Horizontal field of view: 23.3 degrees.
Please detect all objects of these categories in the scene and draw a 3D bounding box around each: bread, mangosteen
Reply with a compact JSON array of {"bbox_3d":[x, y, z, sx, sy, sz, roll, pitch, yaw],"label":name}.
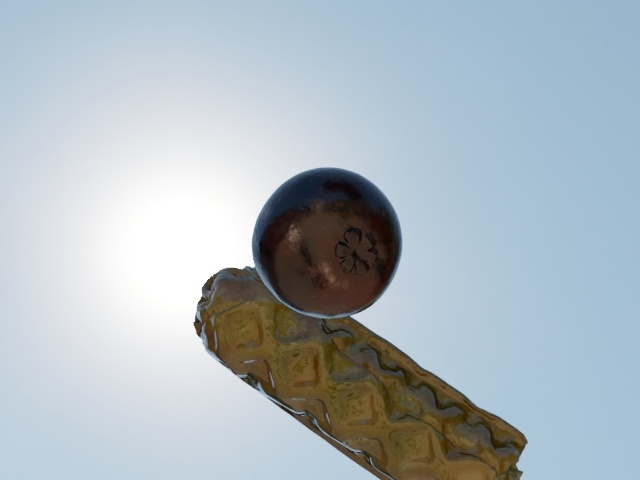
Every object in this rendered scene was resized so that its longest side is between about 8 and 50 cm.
[{"bbox_3d":[0.024,0.109,1.136,0.269,0.098,0.087,34,-54,3],"label":"bread"},{"bbox_3d":[0.001,0.001,0.818,0.081,0.081,0.081,2,-46,2],"label":"mangosteen"}]
